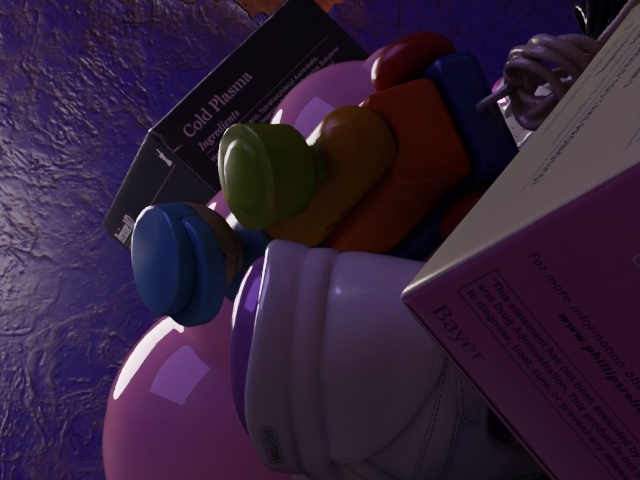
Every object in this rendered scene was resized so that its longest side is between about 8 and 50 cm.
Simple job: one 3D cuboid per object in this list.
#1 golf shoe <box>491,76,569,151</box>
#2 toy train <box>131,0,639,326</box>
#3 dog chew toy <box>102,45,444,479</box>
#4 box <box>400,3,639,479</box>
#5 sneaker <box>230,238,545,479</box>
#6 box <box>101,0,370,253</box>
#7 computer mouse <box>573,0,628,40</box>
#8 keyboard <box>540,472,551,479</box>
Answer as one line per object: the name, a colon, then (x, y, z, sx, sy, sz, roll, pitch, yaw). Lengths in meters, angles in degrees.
golf shoe: (0.206, -0.090, 1.534, 0.115, 0.140, 0.306, -45, 2, -21)
toy train: (0.020, -0.040, 0.813, 0.143, 0.105, 0.248, -10, -23, -34)
dog chew toy: (0.001, 0.048, 1.045, 0.206, 0.207, 0.331, -50, -18, -69)
box: (0.183, -0.040, 0.585, 0.243, 0.117, 0.213, -34, 10, 45)
sneaker: (0.058, 0.098, 0.839, 0.305, 0.152, 0.114, 64, -151, -63)
box: (0.000, 0.000, 1.551, 0.179, 0.312, 0.343, -47, 2, -18)
computer mouse: (0.114, -0.008, 0.956, 0.184, 0.060, 0.262, -65, -13, -47)
keyboard: (0.144, 0.090, 0.770, 0.100, 0.038, 0.192, -12, -28, -49)
